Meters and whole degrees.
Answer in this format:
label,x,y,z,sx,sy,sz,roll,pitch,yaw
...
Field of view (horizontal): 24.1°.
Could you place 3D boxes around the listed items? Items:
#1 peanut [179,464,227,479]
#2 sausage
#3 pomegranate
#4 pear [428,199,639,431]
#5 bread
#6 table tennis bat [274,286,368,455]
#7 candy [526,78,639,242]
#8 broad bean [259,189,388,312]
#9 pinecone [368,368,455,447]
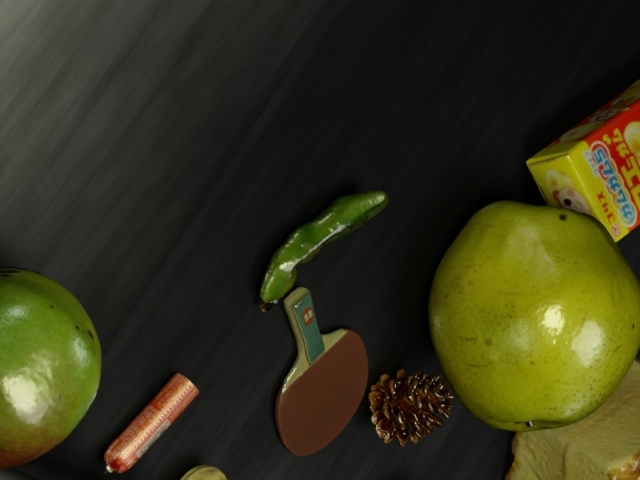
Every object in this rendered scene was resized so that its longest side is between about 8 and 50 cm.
label,x,y,z,sx,sy,sz,roll,pitch,yaw
peanut,-0.156,0.339,1.670,0.187,0.082,0.082,-58,145,-11
sausage,-0.183,0.196,1.582,0.129,0.034,0.034,-48,143,-18
pomegranate,-0.290,0.093,1.277,0.209,0.180,0.180,46,74,-24
pear,0.269,0.098,1.873,0.294,0.294,0.294,-30,135,-36
bread,0.440,0.363,2.328,0.279,0.207,0.279,-24,131,-42
table tennis bat,-0.005,0.154,1.789,0.154,0.021,0.274,-42,143,-25
candy,0.414,-0.110,2.021,0.276,0.088,0.146,-33,102,-33
broad bean,-0.003,-0.002,1.660,0.195,0.046,0.061,-45,154,-15
pinecone,0.116,0.206,1.909,0.109,0.102,0.102,-29,148,15
